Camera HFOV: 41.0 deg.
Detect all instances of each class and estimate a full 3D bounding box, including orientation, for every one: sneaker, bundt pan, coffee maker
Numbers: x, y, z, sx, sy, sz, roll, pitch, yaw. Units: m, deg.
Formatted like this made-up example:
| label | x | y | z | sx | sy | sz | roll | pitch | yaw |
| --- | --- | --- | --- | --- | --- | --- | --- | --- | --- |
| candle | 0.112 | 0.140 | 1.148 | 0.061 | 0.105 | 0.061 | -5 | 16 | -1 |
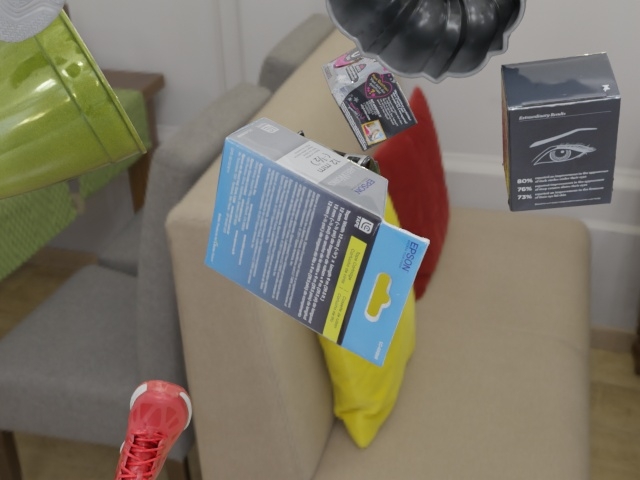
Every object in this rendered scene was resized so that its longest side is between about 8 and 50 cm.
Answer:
| label | x | y | z | sx | sy | sz | roll | pitch | yaw |
| --- | --- | --- | --- | --- | --- | --- | --- | --- | --- |
| sneaker | -0.226 | 0.288 | 1.115 | 0.087 | 0.221 | 0.128 | 13 | 43 | -7 |
| bundt pan | 0.155 | -0.398 | 1.211 | 0.331 | 0.330 | 0.124 | 16 | 47 | 27 |
| sneaker | -0.445 | -0.439 | 1.319 | 0.101 | 0.268 | 0.153 | 22 | 9 | -44 |
| coffee maker | 0.029 | -0.136 | 1.768 | 0.178 | 0.120 | 0.171 | 22 | 1 | 22 |

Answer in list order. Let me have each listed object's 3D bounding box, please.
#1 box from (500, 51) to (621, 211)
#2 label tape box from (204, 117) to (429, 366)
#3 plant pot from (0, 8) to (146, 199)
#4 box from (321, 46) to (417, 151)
| label | x | y | z | sx | sy | sz | roll | pitch | yaw |
| --- | --- | --- | --- | --- | --- | --- | --- | --- | --- |
| box | 0.344 | -0.153 | 1.243 | 0.153 | 0.207 | 0.108 | -4 | 46 | 8 |
| label tape box | 0.000 | 0.000 | 1.321 | 0.348 | 0.249 | 0.115 | 28 | 37 | 18 |
| plant pot | -0.605 | -0.253 | 1.745 | 0.353 | 0.366 | 0.366 | -31 | 37 | -9 |
| box | 0.107 | -0.336 | 1.940 | 0.142 | 0.163 | 0.247 | -28 | 24 | 6 |
